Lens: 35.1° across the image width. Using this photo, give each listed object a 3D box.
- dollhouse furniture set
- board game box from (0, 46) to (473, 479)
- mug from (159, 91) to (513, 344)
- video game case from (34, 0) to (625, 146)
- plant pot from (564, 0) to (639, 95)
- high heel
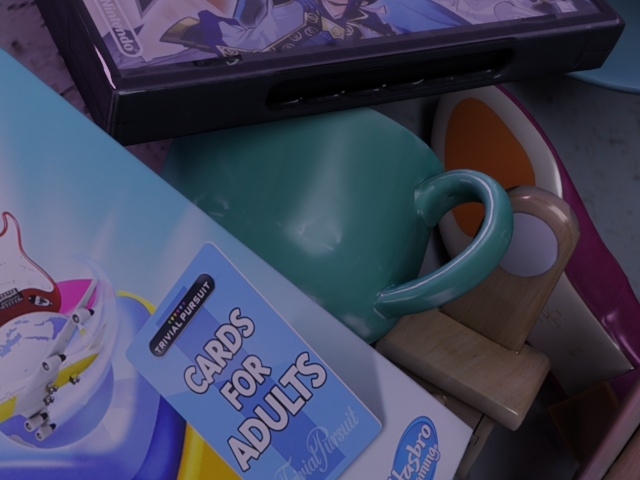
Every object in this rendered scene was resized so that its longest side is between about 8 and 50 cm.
[{"bbox_3d":[0.104,0.155,0.347,0.303,0.173,0.355,29,38,14],"label":"dollhouse furniture set"},{"bbox_3d":[-0.139,0.070,0.303,0.336,0.079,0.253,40,58,-15],"label":"board game box"},{"bbox_3d":[-0.009,-0.003,0.463,0.129,0.158,0.097,26,72,-26],"label":"mug"},{"bbox_3d":[-0.029,-0.168,0.482,0.248,0.035,0.275,-13,55,-28],"label":"video game case"},{"bbox_3d":[0.236,-0.255,0.573,0.235,0.293,0.293,-30,94,-42],"label":"plant pot"},{"bbox_3d":[0.145,0.015,0.598,0.117,0.082,0.244,-6,66,-58],"label":"high heel"}]
